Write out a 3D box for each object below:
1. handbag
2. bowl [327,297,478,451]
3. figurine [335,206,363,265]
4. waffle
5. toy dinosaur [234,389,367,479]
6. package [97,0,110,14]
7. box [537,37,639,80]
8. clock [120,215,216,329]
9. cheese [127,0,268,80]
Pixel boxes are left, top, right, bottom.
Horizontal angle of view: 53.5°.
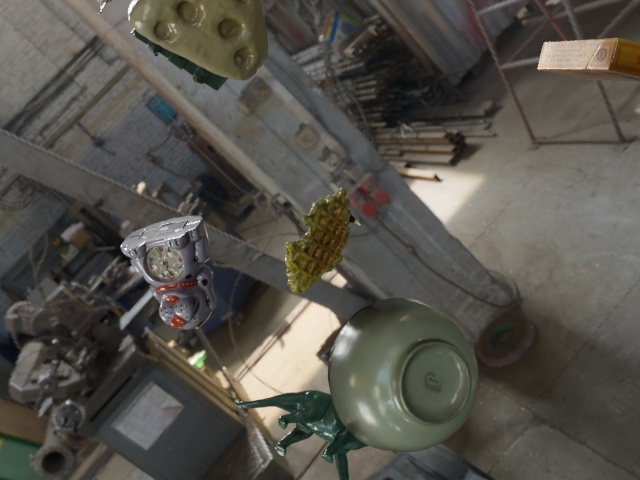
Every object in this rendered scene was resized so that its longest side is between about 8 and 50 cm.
[{"bbox_3d":[-0.387,-0.637,1.976,0.238,0.326,0.089,-44,37,23],"label":"handbag"},{"bbox_3d":[0.210,0.302,1.399,0.354,0.354,0.185,-51,12,-17],"label":"bowl"},{"bbox_3d":[0.034,-0.006,2.194,0.236,0.133,0.176,-53,-22,-7],"label":"figurine"},{"bbox_3d":[0.002,0.001,1.612,0.056,0.261,0.250,26,44,30],"label":"waffle"},{"bbox_3d":[0.043,0.394,1.523,0.331,0.383,0.129,-44,-15,-45],"label":"toy dinosaur"},{"bbox_3d":[-0.414,-0.626,1.326,0.204,0.062,0.250,-36,44,47],"label":"package"},{"bbox_3d":[0.684,-0.435,1.538,0.274,0.174,0.076,-137,53,-68],"label":"box"},{"bbox_3d":[-0.316,0.090,1.417,0.189,0.253,0.189,-12,15,3],"label":"clock"},{"bbox_3d":[-0.209,-0.542,1.431,0.351,0.328,0.129,-51,40,11],"label":"cheese"}]
